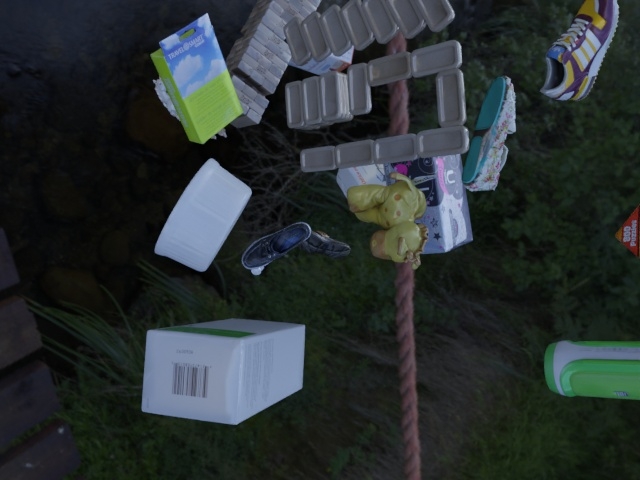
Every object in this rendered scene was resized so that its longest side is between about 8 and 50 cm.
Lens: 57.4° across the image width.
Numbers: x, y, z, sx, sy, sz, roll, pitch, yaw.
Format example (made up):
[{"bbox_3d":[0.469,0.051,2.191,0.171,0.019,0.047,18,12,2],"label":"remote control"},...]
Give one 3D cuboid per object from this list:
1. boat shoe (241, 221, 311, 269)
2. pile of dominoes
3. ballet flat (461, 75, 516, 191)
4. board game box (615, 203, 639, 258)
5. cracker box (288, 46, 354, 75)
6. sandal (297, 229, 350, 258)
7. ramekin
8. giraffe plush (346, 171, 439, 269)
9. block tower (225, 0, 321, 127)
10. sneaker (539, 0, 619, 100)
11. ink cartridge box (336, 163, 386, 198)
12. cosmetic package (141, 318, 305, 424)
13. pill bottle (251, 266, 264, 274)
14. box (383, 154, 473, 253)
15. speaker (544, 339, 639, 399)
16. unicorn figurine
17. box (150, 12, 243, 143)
[{"bbox_3d":[-0.131,0.018,1.711,0.076,0.228,0.080,-78,143,-84],"label":"boat shoe"},{"bbox_3d":[0.061,-0.186,0.690,0.040,0.251,0.196,-8,96,-49],"label":"pile of dominoes"},{"bbox_3d":[0.358,-0.213,1.207,0.077,0.091,0.241,16,95,-22],"label":"ballet flat"},{"bbox_3d":[0.872,-0.011,1.062,0.356,0.356,0.356,14,119,-26],"label":"board game box"},{"bbox_3d":[-0.036,-0.570,1.757,0.232,0.156,0.067,14,83,-21],"label":"cracker box"},{"bbox_3d":[0.000,0.000,1.944,0.219,0.060,0.090,15,132,-21],"label":"sandal"},{"bbox_3d":[-0.289,-0.056,1.479,0.277,0.135,0.277,-58,-174,10],"label":"ramekin"},{"bbox_3d":[0.161,-0.028,1.215,0.181,0.210,0.170,12,69,-35],"label":"giraffe plush"},{"bbox_3d":[-0.103,-0.390,1.144,0.091,0.097,0.335,32,76,-33],"label":"block tower"},{"bbox_3d":[0.422,-0.324,0.964,0.084,0.069,0.185,-1,113,-20],"label":"sneaker"},{"bbox_3d":[0.160,-0.169,1.640,0.191,0.139,0.082,-8,137,-23],"label":"ink cartridge box"},{"bbox_3d":[-0.176,0.248,1.180,0.365,0.197,0.155,11,81,-75],"label":"cosmetic package"},{"bbox_3d":[-0.195,0.068,1.821,0.083,0.043,0.043,-85,165,-50],"label":"pill bottle"},{"bbox_3d":[0.267,-0.099,1.438,0.163,0.142,0.247,-17,98,-51],"label":"box"},{"bbox_3d":[0.635,0.271,1.222,0.131,0.296,0.131,11,76,-49],"label":"speaker"},{"bbox_3d":[-0.255,-0.247,1.106,0.060,0.111,0.162,-46,138,-8],"label":"unicorn figurine"},{"bbox_3d":[-0.198,-0.260,0.947,0.109,0.042,0.178,-47,137,-31],"label":"box"}]
